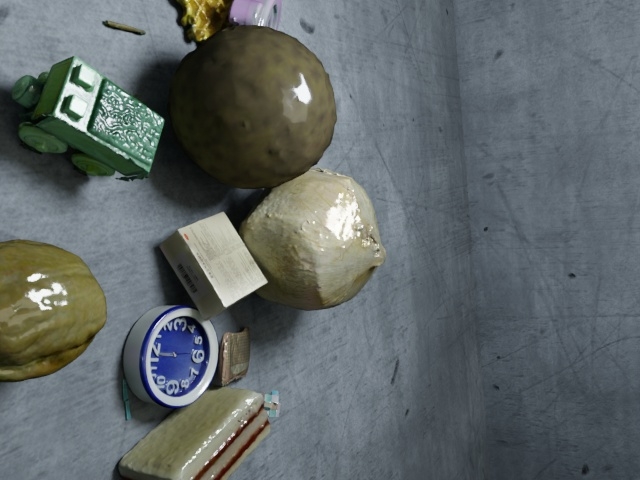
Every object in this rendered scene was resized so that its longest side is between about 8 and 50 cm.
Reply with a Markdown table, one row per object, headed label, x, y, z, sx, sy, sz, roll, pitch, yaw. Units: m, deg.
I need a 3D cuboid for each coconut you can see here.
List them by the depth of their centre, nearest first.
| label | x | y | z | sx | sy | sz | roll | pitch | yaw |
| --- | --- | --- | --- | --- | --- | --- | --- | --- | --- |
| coconut | 0.000 | 0.000 | 1.554 | 0.404 | 0.404 | 0.405 | 4 | 85 | -56 |

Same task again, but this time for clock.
| label | x | y | z | sx | sy | sz | roll | pitch | yaw |
| --- | --- | --- | --- | --- | --- | --- | --- | --- | --- |
| clock | -0.340 | 0.264 | 1.343 | 0.230 | 0.083 | 0.231 | 0 | 90 | -54 |
| clock | -0.171 | -0.567 | 1.543 | 0.228 | 0.090 | 0.248 | 105 | 2 | -50 |

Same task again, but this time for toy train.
| label | x | y | z | sx | sy | sz | roll | pitch | yaw |
| --- | --- | --- | --- | --- | --- | --- | --- | --- | --- |
| toy train | -0.441 | -0.224 | 1.117 | 0.271 | 0.188 | 0.159 | 34 | 60 | -48 |

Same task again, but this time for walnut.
| label | x | y | z | sx | sy | sz | roll | pitch | yaw |
| --- | --- | --- | --- | --- | --- | --- | --- | --- | --- |
| walnut | -0.509 | 0.110 | 0.973 | 0.283 | 0.227 | 0.283 | 29 | 34 | -22 |

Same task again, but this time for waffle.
| label | x | y | z | sx | sy | sz | roll | pitch | yaw |
| --- | --- | --- | --- | --- | --- | --- | --- | --- | --- |
| waffle | -0.295 | -0.603 | 1.466 | 0.229 | 0.057 | 0.219 | 49 | 51 | -45 |

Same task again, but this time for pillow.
| label | x | y | z | sx | sy | sz | roll | pitch | yaw |
| --- | --- | --- | --- | --- | --- | --- | --- | --- | --- |
| pillow | -0.219 | 0.298 | 1.504 | 0.211 | 0.034 | 0.135 | 18 | 76 | -80 |

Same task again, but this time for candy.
| label | x | y | z | sx | sy | sz | roll | pitch | yaw |
| --- | --- | --- | --- | --- | --- | --- | --- | --- | --- |
| candy | -0.279 | 0.469 | 1.334 | 0.320 | 0.179 | 0.135 | -36 | 119 | -50 |

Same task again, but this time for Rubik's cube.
| label | x | y | z | sx | sy | sz | roll | pitch | yaw |
| --- | --- | --- | --- | --- | --- | --- | --- | --- | --- |
| Rubik's cube | -0.145 | 0.459 | 1.626 | 0.084 | 0.073 | 0.075 | -4 | 92 | -54 |

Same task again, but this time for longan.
| label | x | y | z | sx | sy | sz | roll | pitch | yaw |
| --- | --- | --- | --- | --- | --- | --- | --- | --- | --- |
| longan | -0.155 | -0.308 | 1.375 | 0.391 | 0.391 | 0.391 | 4 | 85 | -56 |

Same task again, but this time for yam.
| label | x | y | z | sx | sy | sz | roll | pitch | yaw |
| --- | --- | --- | --- | --- | --- | --- | --- | --- | --- |
| yam | -0.433 | -0.472 | 1.295 | 0.107 | 0.014 | 0.014 | -8 | 95 | -56 |

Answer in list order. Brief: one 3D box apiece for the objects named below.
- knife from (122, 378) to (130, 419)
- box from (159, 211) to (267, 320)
| label | x | y | z | sx | sy | sz | roll | pitch | yaw |
| --- | --- | --- | --- | --- | --- | --- | --- | --- | --- |
| knife | -0.426 | 0.348 | 1.274 | 0.014 | 0.005 | 0.091 | -10 | 96 | -60 |
| box | -0.255 | 0.059 | 1.395 | 0.212 | 0.095 | 0.168 | 58 | 35 | 2 |
